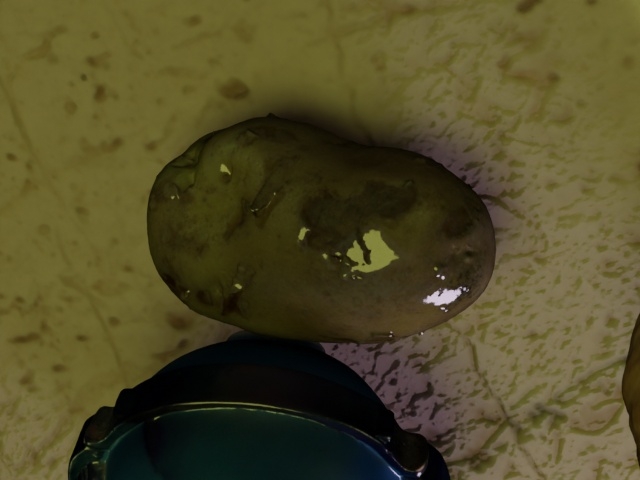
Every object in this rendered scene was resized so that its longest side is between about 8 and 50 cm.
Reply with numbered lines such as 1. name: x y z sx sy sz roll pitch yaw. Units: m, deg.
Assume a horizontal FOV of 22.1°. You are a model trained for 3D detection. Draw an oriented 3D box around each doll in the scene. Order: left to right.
1. doll: -0.048 0.207 1.253 0.284 0.240 0.310 10 132 1

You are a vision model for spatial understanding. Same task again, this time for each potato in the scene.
1. potato: 0.000 0.000 1.199 0.262 0.165 0.165 14 118 19

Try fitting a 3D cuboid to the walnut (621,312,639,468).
1. walnut: 0.357 0.106 1.050 0.313 0.277 0.252 -14 139 21
